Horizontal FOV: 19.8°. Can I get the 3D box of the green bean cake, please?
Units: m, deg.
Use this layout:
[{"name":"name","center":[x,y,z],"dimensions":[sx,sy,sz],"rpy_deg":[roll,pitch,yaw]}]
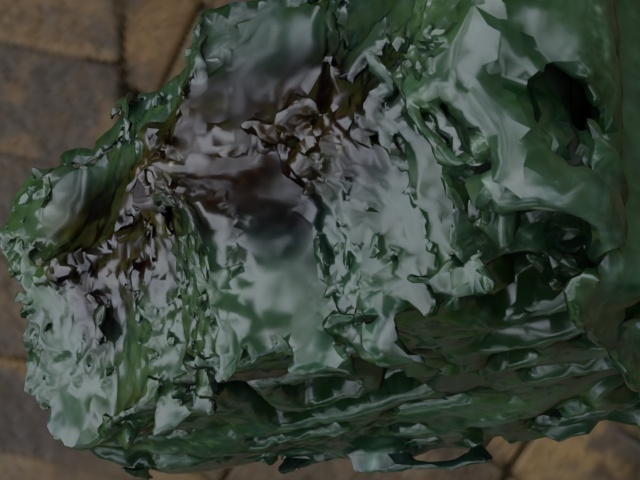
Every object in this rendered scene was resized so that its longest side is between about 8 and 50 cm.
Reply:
[{"name":"green bean cake","center":[0.000,0.000,0.487],"dimensions":[0.208,0.193,0.107],"rpy_deg":[-10,73,22]}]
